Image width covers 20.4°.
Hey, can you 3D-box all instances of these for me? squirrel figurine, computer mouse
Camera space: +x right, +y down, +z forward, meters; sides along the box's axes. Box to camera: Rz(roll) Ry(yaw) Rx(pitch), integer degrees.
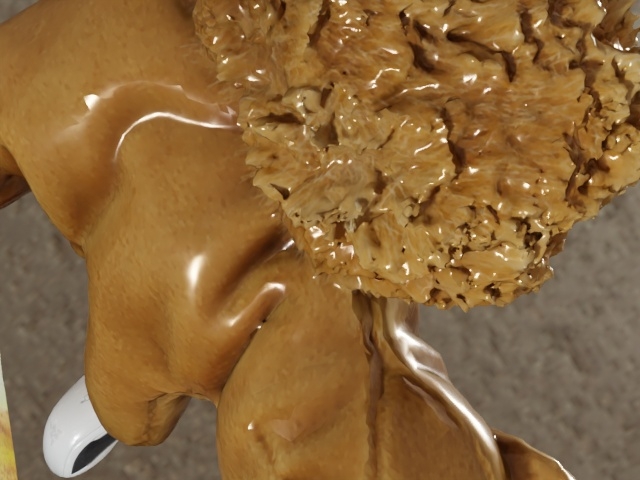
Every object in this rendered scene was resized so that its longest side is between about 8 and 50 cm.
[{"bbox_3d":[0.000,0.000,0.945,0.281,0.397,0.370,0,53,-36],"label":"squirrel figurine"},{"bbox_3d":[-0.180,0.133,1.582,0.106,0.193,0.042,49,5,36],"label":"computer mouse"}]

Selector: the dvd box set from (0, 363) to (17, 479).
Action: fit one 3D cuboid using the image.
[{"bbox_3d":[-0.277,0.093,1.085,0.307,0.062,0.420,51,25,-64],"label":"dvd box set"}]
